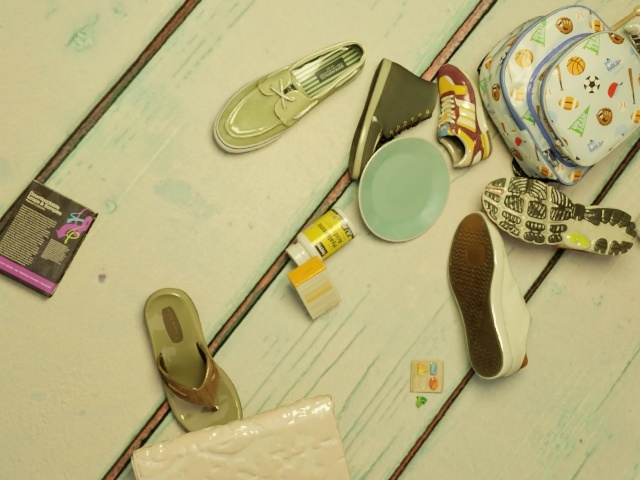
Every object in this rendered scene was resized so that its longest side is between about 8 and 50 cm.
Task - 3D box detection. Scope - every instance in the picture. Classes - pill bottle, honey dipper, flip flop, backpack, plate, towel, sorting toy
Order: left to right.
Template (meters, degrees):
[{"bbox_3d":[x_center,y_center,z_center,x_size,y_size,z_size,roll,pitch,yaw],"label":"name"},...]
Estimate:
[{"bbox_3d":[-0.214,0.210,1.070,0.112,0.080,0.277,-20,96,-8],"label":"flip flop"},{"bbox_3d":[-0.105,0.439,1.071,0.331,0.053,0.317,-15,100,-7],"label":"towel"},{"bbox_3d":[0.000,0.000,1.118,0.116,0.065,0.065,-37,93,-7],"label":"pill bottle"},{"bbox_3d":[0.144,-0.090,1.136,0.188,0.024,0.188,-8,109,-23],"label":"plate"},{"bbox_3d":[0.191,0.256,1.161,0.062,0.012,0.083,2,87,-8],"label":"sorting toy"},{"bbox_3d":[0.411,-0.253,1.105,0.276,0.213,0.263,-43,97,-7],"label":"backpack"},{"bbox_3d":[0.551,-0.397,1.229,0.160,0.030,0.030,-34,93,-11],"label":"honey dipper"}]

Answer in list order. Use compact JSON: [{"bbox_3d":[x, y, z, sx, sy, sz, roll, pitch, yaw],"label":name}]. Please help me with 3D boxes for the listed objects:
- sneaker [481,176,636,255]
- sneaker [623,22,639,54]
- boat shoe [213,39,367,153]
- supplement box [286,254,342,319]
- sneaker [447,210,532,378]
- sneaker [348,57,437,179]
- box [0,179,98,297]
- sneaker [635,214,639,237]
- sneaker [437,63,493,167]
[{"bbox_3d":[0.404,-0.029,1.147,0.279,0.118,0.107,19,84,-5],"label":"sneaker"},{"bbox_3d":[0.605,-0.365,1.223,0.098,0.038,0.069,13,91,-21],"label":"sneaker"},{"bbox_3d":[-0.053,-0.257,1.105,0.302,0.094,0.109,-36,93,-8],"label":"boat shoe"},{"bbox_3d":[-0.010,0.080,1.101,0.062,0.036,0.098,-32,134,-8],"label":"supplement box"},{"bbox_3d":[0.307,0.095,1.157,0.123,0.106,0.290,3,78,-41],"label":"sneaker"},{"bbox_3d":[0.129,-0.199,1.134,0.118,0.083,0.222,19,84,-7],"label":"sneaker"},{"bbox_3d":[-0.459,-0.003,1.074,0.116,0.029,0.162,29,86,-7],"label":"box"},{"bbox_3d":[0.690,-0.072,1.215,0.258,0.094,0.091,-41,118,-7],"label":"sneaker"},{"bbox_3d":[0.239,-0.220,1.149,0.084,0.069,0.185,-23,91,-27],"label":"sneaker"}]
